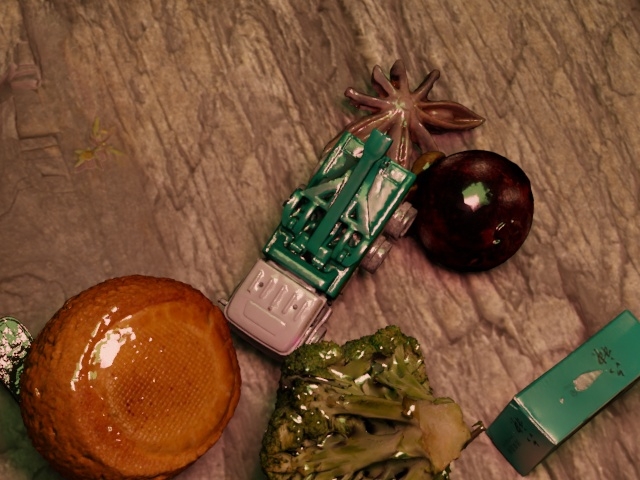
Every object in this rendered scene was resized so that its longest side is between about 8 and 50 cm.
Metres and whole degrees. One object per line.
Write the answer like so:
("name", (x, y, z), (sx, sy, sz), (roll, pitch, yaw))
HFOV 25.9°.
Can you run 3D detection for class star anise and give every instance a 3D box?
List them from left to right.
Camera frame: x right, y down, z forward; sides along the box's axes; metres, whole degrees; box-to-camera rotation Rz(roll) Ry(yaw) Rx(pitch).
("star anise", (0.119, -0.180, 2.232), (0.198, 0.110, 0.257), (45, 69, -4))

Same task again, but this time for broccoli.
("broccoli", (0.082, 0.270, 1.888), (0.303, 0.283, 0.321), (-32, 100, -38))

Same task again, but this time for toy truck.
("toy truck", (0.000, 0.003, 2.018), (0.176, 0.178, 0.363), (33, 88, 8))

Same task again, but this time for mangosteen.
("mangosteen", (0.226, -0.050, 2.134), (0.209, 0.210, 0.210), (5, 62, -9))

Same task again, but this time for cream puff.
("cream puff", (-0.268, 0.192, 1.886), (0.303, 0.212, 0.303), (-1, 92, -37))

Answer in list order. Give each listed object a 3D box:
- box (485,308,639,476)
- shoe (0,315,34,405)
("box", (0.373, 0.223, 2.038), (0.245, 0.153, 0.092), (-33, 73, -23))
("shoe", (-0.415, 0.193, 1.959), (0.071, 0.049, 0.179), (-33, 92, -20))
